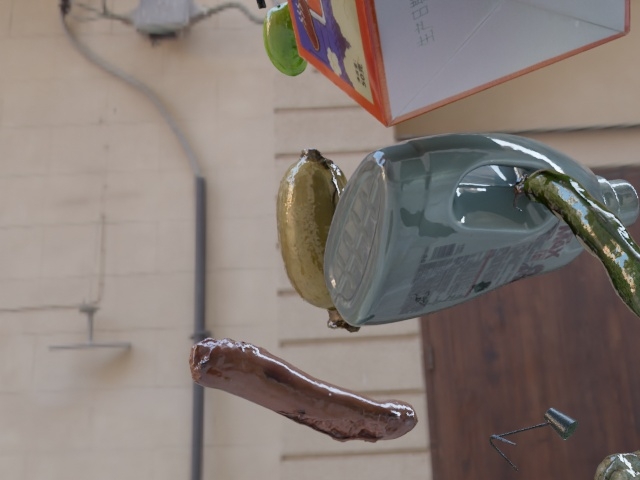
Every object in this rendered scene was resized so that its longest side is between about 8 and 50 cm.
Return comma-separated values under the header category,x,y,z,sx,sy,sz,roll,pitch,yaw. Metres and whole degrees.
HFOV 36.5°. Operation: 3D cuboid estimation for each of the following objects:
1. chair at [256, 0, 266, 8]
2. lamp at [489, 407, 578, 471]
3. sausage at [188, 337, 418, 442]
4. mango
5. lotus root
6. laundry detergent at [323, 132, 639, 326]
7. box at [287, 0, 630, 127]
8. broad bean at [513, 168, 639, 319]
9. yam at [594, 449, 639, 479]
category,x,y,z,sx,sy,sz,roll,pitch,yaw
chair,0.001,-0.414,1.334,0.141,0.260,0.155,15,-60,1
lamp,0.291,0.261,1.322,0.121,0.054,0.041,-21,-47,-31
sausage,-0.022,0.191,1.209,0.304,0.078,0.078,23,-28,-12
mango,-0.047,-0.296,1.431,0.073,0.108,0.056,-10,6,8
lotus root,-0.003,0.001,1.545,0.130,0.303,0.146,-7,17,19
laundry detergent,0.216,-0.030,1.162,0.397,0.125,0.264,-9,-41,-23
box,0.126,-0.363,1.030,0.318,0.257,0.349,-23,-54,-12
broad bean,0.221,-0.005,0.794,0.039,0.227,0.069,-18,-55,-11
yam,0.321,0.241,0.948,0.071,0.067,0.317,38,6,28
